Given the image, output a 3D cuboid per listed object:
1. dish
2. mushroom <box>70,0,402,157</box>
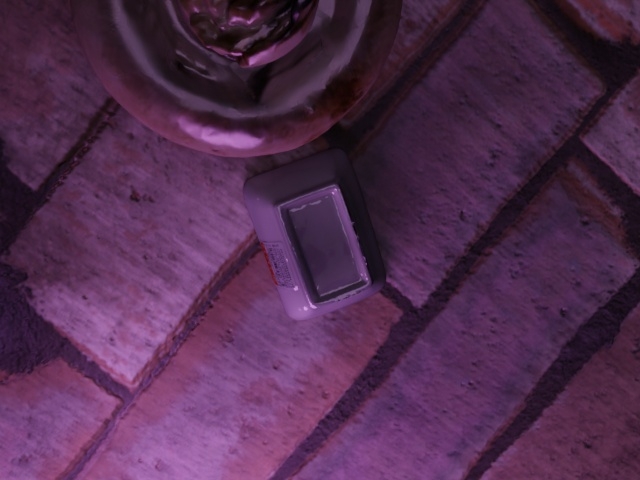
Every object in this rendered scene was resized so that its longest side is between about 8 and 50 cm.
[{"bbox_3d":[0.000,0.000,1.008,0.151,0.077,0.212,-20,106,-6],"label":"dish"},{"bbox_3d":[-0.085,-0.266,0.819,0.362,0.294,0.362,-2,105,-9],"label":"mushroom"}]
